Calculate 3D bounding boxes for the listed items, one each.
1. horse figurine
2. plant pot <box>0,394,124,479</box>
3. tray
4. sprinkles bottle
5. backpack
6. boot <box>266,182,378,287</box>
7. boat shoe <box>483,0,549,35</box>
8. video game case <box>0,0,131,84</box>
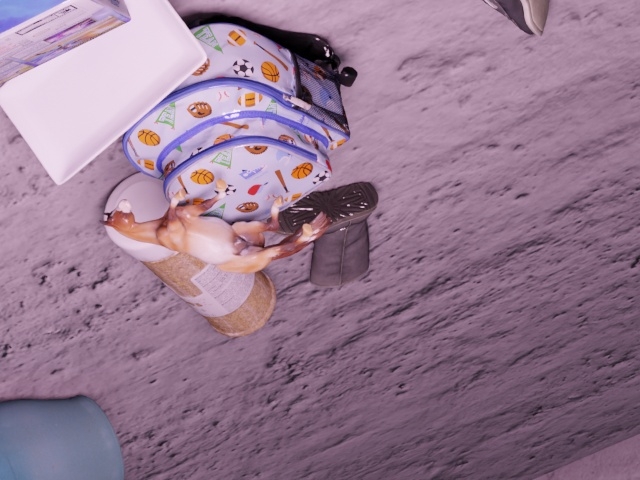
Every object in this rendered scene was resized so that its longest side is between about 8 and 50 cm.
[{"bbox_3d":[-0.120,-0.013,1.926,0.263,0.066,0.174,14,150,-26],"label":"horse figurine"},{"bbox_3d":[-0.468,0.376,2.524,0.255,0.271,0.271,-17,152,-34],"label":"plant pot"},{"bbox_3d":[-0.263,-0.198,1.874,0.270,0.145,0.030,-37,177,25],"label":"tray"},{"bbox_3d":[-0.182,0.026,2.262,0.121,0.121,0.355,-26,149,9],"label":"sprinkles bottle"},{"bbox_3d":[-0.123,-0.147,1.964,0.276,0.213,0.263,-34,136,26],"label":"backpack"},{"bbox_3d":[0.000,0.002,2.395,0.190,0.076,0.208,-9,154,-15],"label":"boot"},{"bbox_3d":[0.243,-0.333,2.021,0.079,0.084,0.233,9,169,27],"label":"boat shoe"},{"bbox_3d":[-0.362,-0.223,1.717,0.270,0.061,0.244,-25,179,5],"label":"video game case"}]
